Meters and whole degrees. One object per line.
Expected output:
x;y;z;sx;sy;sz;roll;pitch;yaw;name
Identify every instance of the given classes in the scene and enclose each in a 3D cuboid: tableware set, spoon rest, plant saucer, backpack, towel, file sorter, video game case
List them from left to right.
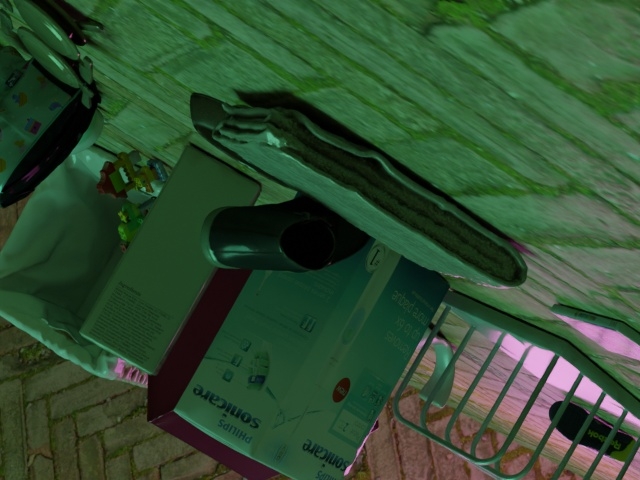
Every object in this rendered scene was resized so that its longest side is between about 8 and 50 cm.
-0.377;-0.139;1.914;0.144;0.188;0.166;30;174;-2;backpack
-0.265;-0.208;1.564;0.128;0.039;0.194;42;167;-1;tableware set
-0.067;-0.094;1.587;0.168;0.029;0.168;29;175;3;plant saucer
0.041;-0.044;1.413;0.282;0.049;0.187;32;175;-21;towel
0.145;0.156;2.451;0.137;0.084;0.276;24;158;40;spoon rest
0.251;0.215;1.913;0.193;0.173;0.277;25;172;43;file sorter
0.290;0.095;1.523;0.087;0.011;0.122;33;173;-23;video game case

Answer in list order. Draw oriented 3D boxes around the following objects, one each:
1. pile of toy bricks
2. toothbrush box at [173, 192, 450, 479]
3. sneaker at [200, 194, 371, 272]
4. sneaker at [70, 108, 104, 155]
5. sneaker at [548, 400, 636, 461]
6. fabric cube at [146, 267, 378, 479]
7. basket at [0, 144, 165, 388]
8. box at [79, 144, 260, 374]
-0.261;-0.021;2.327;0.118;0.105;0.212;13;132;54;pile of toy bricks
-0.004;0.122;1.781;0.126;0.296;0.216;26;172;33;toothbrush box
0.000;0.000;1.542;0.118;0.083;0.222;7;-169;44;sneaker
-0.425;-0.178;2.064;0.255;0.094;0.151;7;165;7;sneaker
0.407;0.291;2.345;0.144;0.053;0.059;31;176;-1;sneaker
-0.092;0.181;2.396;0.254;0.259;0.258;-28;135;28;fabric cube
-0.335;0.057;2.639;0.328;0.331;0.266;27;175;32;basket
-0.188;0.027;1.955;0.113;0.275;0.094;31;174;2;box
